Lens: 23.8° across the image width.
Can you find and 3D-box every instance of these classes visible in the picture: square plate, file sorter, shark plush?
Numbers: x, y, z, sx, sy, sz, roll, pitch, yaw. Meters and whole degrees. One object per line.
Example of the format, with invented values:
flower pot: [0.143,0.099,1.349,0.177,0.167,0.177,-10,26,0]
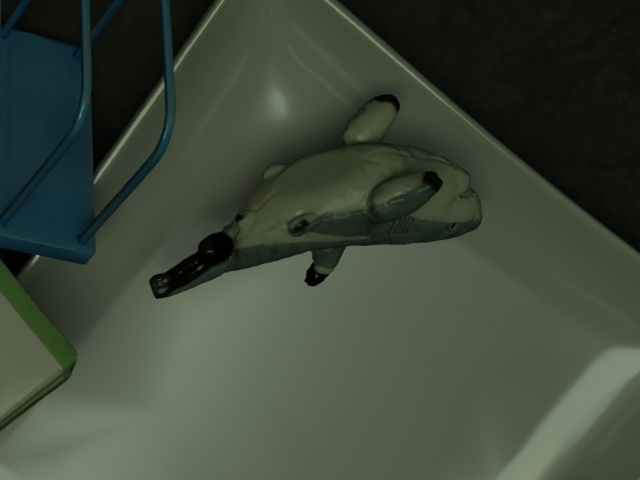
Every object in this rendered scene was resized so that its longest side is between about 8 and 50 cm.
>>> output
square plate: [-0.004,0.089,0.792,0.347,0.049,0.344,37,91,-17]
file sorter: [-0.157,-0.079,0.649,0.170,0.104,0.118,14,55,-31]
shark plush: [0.000,0.000,0.725,0.161,0.073,0.067,-29,136,-11]

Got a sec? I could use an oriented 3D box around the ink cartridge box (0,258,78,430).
ink cartridge box: [-0.248,0.061,0.657,0.235,0.056,0.171,-39,89,-20]
